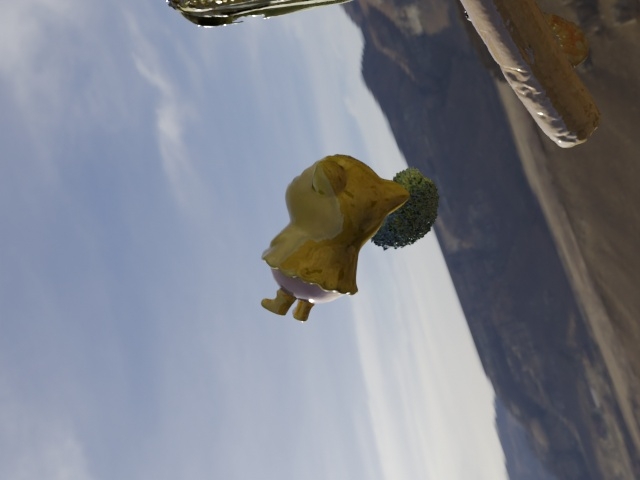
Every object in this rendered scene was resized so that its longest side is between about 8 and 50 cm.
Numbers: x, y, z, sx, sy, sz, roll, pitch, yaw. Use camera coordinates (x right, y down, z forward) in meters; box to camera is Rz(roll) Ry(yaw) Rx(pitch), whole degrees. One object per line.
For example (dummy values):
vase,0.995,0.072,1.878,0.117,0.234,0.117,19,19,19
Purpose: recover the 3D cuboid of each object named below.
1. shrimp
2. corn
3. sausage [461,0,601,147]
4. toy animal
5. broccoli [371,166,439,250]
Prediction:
shrimp,0.455,-0.461,2.026,0.062,0.294,0.154,90,-155,-59
corn,-0.052,-0.362,1.182,0.122,0.305,0.123,-115,18,-45
sausage,0.177,-0.197,0.826,0.301,0.066,0.065,51,-162,-33
toy animal,0.004,0.001,1.199,0.156,0.229,0.156,24,-167,-6
broccoli,0.176,-0.072,2.050,0.226,0.197,0.176,17,-167,-44
